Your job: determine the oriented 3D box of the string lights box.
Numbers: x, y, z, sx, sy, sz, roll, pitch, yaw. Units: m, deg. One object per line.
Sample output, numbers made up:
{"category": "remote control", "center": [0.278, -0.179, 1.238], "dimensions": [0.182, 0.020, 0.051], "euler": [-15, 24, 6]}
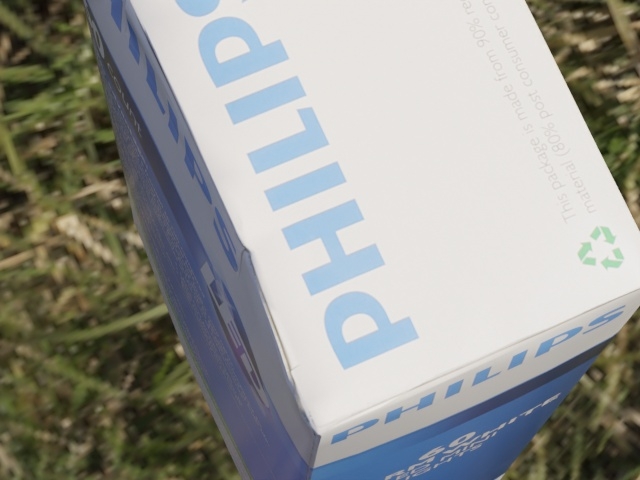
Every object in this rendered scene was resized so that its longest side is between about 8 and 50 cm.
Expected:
{"category": "string lights box", "center": [0.000, 0.000, 0.482], "dimensions": [0.077, 0.259, 0.133], "euler": [-23, 77, -8]}
